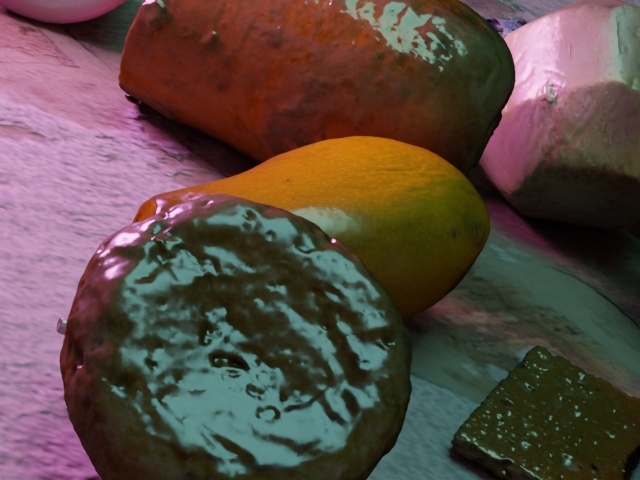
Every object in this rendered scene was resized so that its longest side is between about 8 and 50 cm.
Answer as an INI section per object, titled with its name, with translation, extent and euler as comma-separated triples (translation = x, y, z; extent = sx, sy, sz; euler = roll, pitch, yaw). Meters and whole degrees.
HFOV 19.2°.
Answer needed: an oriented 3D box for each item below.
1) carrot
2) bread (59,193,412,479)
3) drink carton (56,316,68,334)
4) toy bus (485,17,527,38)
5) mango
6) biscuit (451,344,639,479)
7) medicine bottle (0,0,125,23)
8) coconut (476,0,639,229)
[carrot]
translation = 0.002, -0.161, 1.764
extent = 0.341, 0.224, 0.224
euler = 26, 22, 6
[bread]
translation = -0.055, 0.086, 1.205
extent = 0.230, 0.123, 0.230
euler = 5, 62, -10
[drink carton]
translation = -0.085, 0.084, 1.313
extent = 0.200, 0.084, 0.074
euler = 24, 26, -7
[toy bus]
translation = 0.188, -0.191, 2.136
extent = 0.075, 0.123, 0.060
euler = 13, 24, -14
[mango]
translation = 0.002, 0.002, 1.508
extent = 0.187, 0.144, 0.359
euler = 23, 25, 35
[biscuit]
translation = 0.190, 0.151, 1.491
extent = 0.131, 0.025, 0.231
euler = 28, 23, 15
[medicine bottle]
translation = -0.268, -0.376, 2.010
extent = 0.212, 0.212, 0.325
euler = 18, 23, -12
[coconut]
translation = 0.276, -0.138, 1.940
extent = 0.259, 0.259, 0.259
euler = 19, 22, -8
